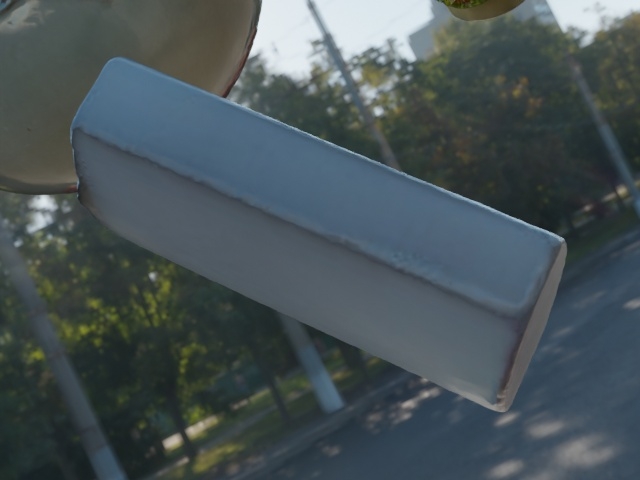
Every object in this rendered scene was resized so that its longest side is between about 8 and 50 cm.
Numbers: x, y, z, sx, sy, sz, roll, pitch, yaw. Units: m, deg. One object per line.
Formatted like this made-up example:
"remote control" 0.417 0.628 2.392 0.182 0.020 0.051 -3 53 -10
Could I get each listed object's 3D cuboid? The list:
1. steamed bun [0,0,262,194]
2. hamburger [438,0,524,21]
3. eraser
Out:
"steamed bun" -0.200 -0.192 1.024 0.374 0.241 0.374 -32 32 24
"hamburger" 0.199 -0.333 1.421 0.141 0.081 0.126 -29 39 -4
"eraser" 0.000 0.000 0.660 0.094 0.270 0.174 -61 -16 -15
